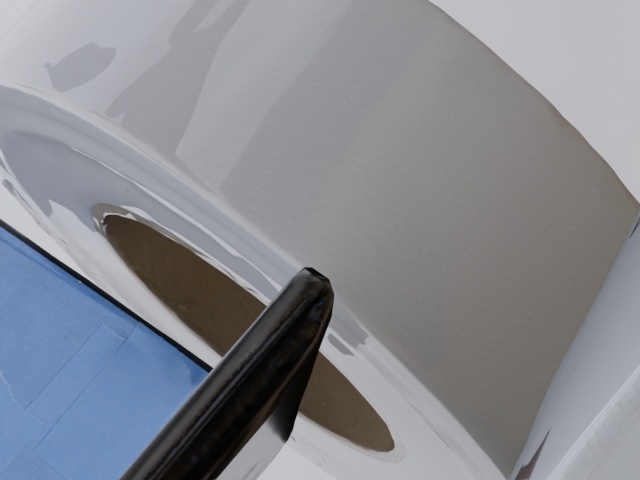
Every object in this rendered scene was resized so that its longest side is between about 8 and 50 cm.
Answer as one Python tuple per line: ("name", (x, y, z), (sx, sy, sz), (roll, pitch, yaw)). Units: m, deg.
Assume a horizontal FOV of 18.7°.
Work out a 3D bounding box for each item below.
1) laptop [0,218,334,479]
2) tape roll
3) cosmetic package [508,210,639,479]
("laptop", (-0.215, 0.124, 0.628), (0.382, 0.236, 0.408), (-49, -5, -12))
("tape roll", (0.000, 0.000, 0.737), (0.100, 0.286, 0.286), (-51, -26, -14))
("cosmetic package", (0.152, 0.032, 0.366), (0.151, 0.184, 0.151), (-56, -2, -46))
